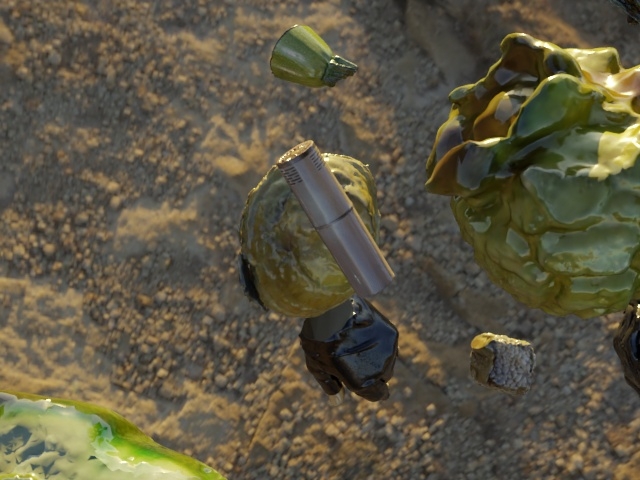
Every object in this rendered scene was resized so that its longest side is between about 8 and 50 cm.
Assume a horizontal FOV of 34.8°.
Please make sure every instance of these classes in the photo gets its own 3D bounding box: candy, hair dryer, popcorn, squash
[{"bbox_3d":[0.299,0.204,1.679,0.110,0.085,0.095,8,91,-19],"label":"candy"},{"bbox_3d":[-0.002,-0.039,1.271,0.053,0.220,0.195,-34,107,-6],"label":"hair dryer"},{"bbox_3d":[0.228,-0.059,0.926,0.270,0.224,0.258,-22,58,-37],"label":"popcorn"},{"bbox_3d":[-0.003,-0.288,1.716,0.132,0.105,0.105,35,52,29],"label":"squash"}]

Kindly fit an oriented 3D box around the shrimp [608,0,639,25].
[{"bbox_3d":[0.363,-0.328,1.138,0.198,0.051,0.262,-17,52,-10],"label":"shrimp"}]

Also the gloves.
[{"bbox_3d":[0.067,0.223,1.946,0.197,0.301,0.152,-38,60,4],"label":"gloves"}]

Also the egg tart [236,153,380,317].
[{"bbox_3d":[0.000,0.000,1.402,0.232,0.098,0.252,33,90,-30],"label":"egg tart"}]

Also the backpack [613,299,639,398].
[{"bbox_3d":[0.504,0.165,1.052,0.363,0.255,0.446,15,22,-6],"label":"backpack"}]

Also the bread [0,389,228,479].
[{"bbox_3d":[-0.179,0.266,0.506,0.366,0.129,0.382,-3,57,0],"label":"bread"}]
